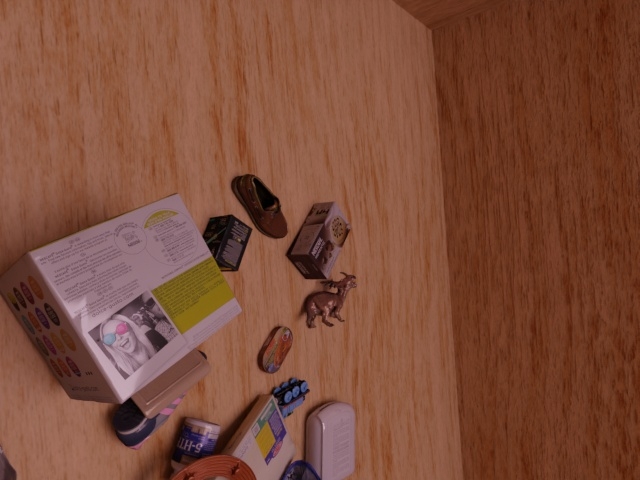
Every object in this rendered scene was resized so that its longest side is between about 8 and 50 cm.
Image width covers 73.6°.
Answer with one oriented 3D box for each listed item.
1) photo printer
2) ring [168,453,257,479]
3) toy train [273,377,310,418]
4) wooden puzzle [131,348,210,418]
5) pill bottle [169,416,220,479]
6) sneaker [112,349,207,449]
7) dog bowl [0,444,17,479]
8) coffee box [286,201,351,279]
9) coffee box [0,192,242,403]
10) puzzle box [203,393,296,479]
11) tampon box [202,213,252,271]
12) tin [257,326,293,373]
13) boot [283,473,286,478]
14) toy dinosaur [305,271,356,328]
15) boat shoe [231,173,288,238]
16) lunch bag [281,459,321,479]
[{"bbox_3d":[0.045,0.845,1.807,0.256,0.107,0.307,8,81,-51],"label":"photo printer"},{"bbox_3d":[-0.317,0.769,1.185,0.337,0.032,0.336,-2,94,-37],"label":"ring"},{"bbox_3d":[-0.116,0.606,1.653,0.184,0.080,0.105,-10,104,-54],"label":"toy train"},{"bbox_3d":[-0.462,0.339,1.200,0.238,0.044,0.221,48,42,8],"label":"wooden puzzle"},{"bbox_3d":[-0.382,0.640,1.285,0.112,0.112,0.186,38,58,-43],"label":"pill bottle"},{"bbox_3d":[-0.452,0.453,1.243,0.319,0.112,0.131,-41,142,-47],"label":"sneaker"},{"bbox_3d":[-0.787,0.485,0.801,0.349,0.102,0.348,5,84,-50],"label":"dog bowl"},{"bbox_3d":[0.000,0.000,1.805,0.168,0.119,0.297,55,48,-35],"label":"coffee box"},{"bbox_3d":[-0.463,0.131,1.001,0.338,0.338,0.334,-36,103,-46],"label":"coffee box"},{"bbox_3d":[-0.224,0.754,1.419,0.409,0.052,0.271,-45,120,-58],"label":"puzzle box"},{"bbox_3d":[-0.318,0.012,1.406,0.101,0.121,0.160,39,59,-42],"label":"tampon box"},{"bbox_3d":[-0.171,0.413,1.628,0.189,0.040,0.106,-58,134,-36],"label":"tin"},{"bbox_3d":[-0.171,0.905,1.589,0.119,0.042,0.086,-26,115,-42],"label":"boot"},{"bbox_3d":[0.019,0.256,1.818,0.296,0.127,0.200,-13,90,-39],"label":"toy dinosaur"},{"bbox_3d":[-0.200,-0.114,1.575,0.307,0.105,0.110,50,51,-37],"label":"boat shoe"},{"bbox_3d":[-0.061,1.013,1.455,0.385,0.239,0.327,-101,-168,-64],"label":"lunch bag"}]
